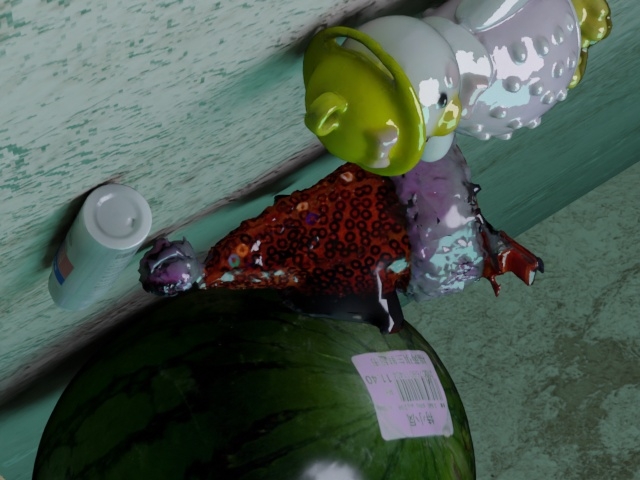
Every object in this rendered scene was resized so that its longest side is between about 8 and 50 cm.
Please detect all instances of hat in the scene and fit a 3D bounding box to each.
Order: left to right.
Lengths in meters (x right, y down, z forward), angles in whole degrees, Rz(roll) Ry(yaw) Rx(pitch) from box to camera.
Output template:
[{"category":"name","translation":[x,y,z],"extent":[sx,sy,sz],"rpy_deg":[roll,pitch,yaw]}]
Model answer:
[{"category":"hat","translation":[0.001,0.004,1.003],"extent":[0.227,0.140,0.129],"rpy_deg":[-17,158,-20]}]

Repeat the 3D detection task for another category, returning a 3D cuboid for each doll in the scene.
[{"category":"doll","translation":[0.063,-0.082,0.775],"extent":[0.207,0.081,0.129],"rpy_deg":[-23,150,-44]}]

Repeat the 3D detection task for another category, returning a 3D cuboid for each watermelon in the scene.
[{"category":"watermelon","translation":[-0.055,0.198,1.244],"extent":[0.363,0.363,0.363],"rpy_deg":[-32,174,-4]}]

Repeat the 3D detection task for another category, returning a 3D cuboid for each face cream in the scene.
[{"category":"face cream","translation":[-0.114,0.009,0.816],"extent":[0.034,0.034,0.130],"rpy_deg":[-29,173,-25]}]

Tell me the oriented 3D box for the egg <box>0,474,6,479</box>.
[{"category":"egg","translation":[-0.279,0.225,0.948],"extent":[0.244,0.201,0.201],"rpy_deg":[-20,174,4]}]
